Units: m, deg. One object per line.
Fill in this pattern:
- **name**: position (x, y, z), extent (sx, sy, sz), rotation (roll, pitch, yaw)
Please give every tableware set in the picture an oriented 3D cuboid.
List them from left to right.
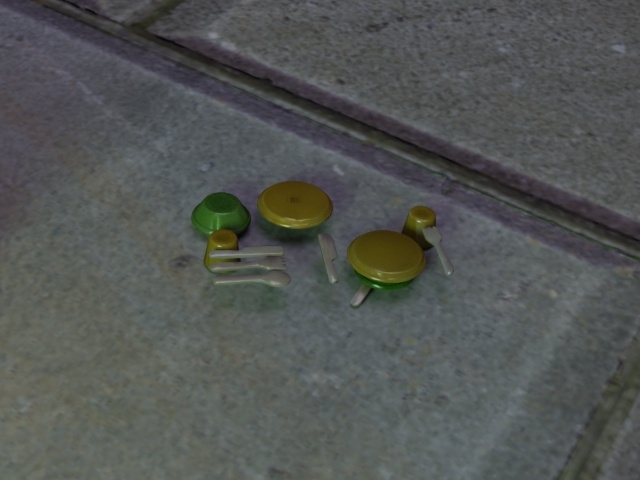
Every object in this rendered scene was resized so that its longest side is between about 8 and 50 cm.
- **tableware set**: position (0.000, 0.000, 0.764), extent (0.154, 0.024, 0.104), rotation (-3, 39, -11)
